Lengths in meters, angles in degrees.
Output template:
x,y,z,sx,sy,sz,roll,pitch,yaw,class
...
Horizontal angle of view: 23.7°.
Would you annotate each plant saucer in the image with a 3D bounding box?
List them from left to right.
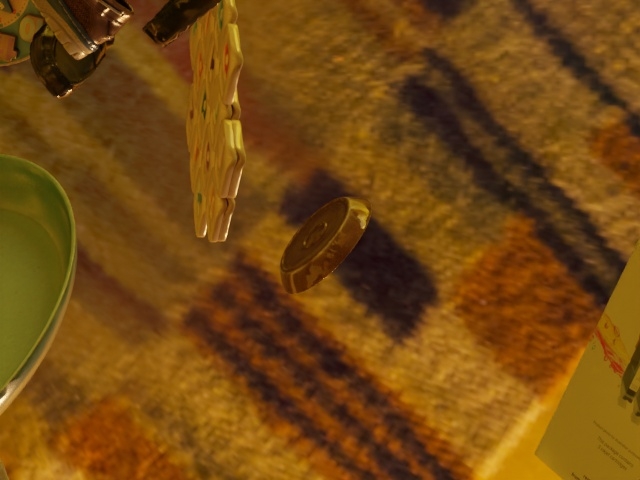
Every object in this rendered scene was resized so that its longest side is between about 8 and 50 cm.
x,y,z,sx,sy,sz,roll,pitch,yaw,class
-0.304,0.067,1.082,0.317,0.317,0.044,-41,131,-10,plant saucer
0.000,0.000,2.077,0.029,0.168,0.168,41,83,-19,plant saucer

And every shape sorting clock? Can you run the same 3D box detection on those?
x,y,z,sx,sy,sz,roll,pitch,yaw,class
-0.413,-0.314,1.885,0.206,0.040,0.206,2,116,3,shape sorting clock

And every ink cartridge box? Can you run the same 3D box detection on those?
x,y,z,sx,sy,sz,roll,pitch,yaw,class
0.250,0.098,0.967,0.128,0.127,0.176,13,108,-37,ink cartridge box

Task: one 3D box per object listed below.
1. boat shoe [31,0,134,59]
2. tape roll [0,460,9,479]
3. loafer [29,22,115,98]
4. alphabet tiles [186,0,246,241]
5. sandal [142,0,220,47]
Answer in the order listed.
x,y,z,sx,sy,sz,roll,pitch,yaw,class
-0.199,-0.216,1.121,0.066,0.066,0.183,-31,139,2,boat shoe
-0.474,0.309,1.629,0.286,0.100,0.286,-6,99,-41,tape roll
-0.280,-0.235,1.768,0.078,0.223,0.076,-27,115,18,loafer
-0.104,-0.145,1.512,0.021,0.278,0.284,1,53,-12,alphabet tiles
-0.010,-0.332,1.128,0.107,0.167,0.446,37,115,-10,sandal
